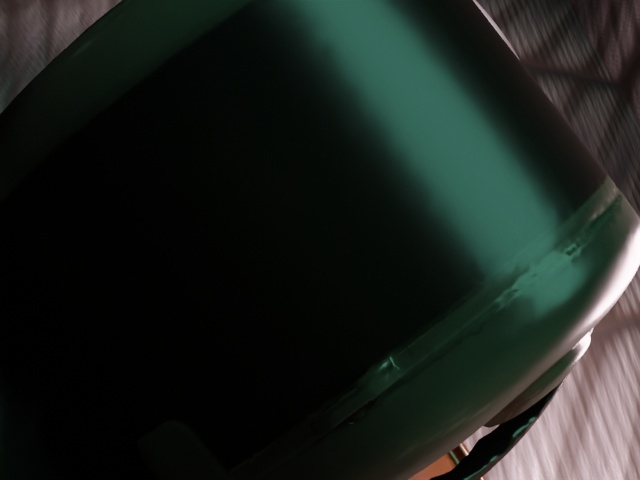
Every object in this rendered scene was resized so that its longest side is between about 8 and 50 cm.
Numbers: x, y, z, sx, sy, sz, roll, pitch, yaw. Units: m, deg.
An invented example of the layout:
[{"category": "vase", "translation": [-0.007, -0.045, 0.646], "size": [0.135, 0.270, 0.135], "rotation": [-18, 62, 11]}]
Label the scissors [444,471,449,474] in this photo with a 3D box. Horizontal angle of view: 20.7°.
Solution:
[{"category": "scissors", "translation": [0.132, 0.212, 1.350], "size": [0.113, 0.012, 0.039], "rotation": [36, 26, -42]}]

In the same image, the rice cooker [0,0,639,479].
[{"category": "rice cooker", "translation": [0.000, 0.000, 1.014], "size": [0.325, 0.335, 0.335], "rotation": [52, 19, 0]}]

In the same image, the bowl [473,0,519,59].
[{"category": "bowl", "translation": [0.109, -0.166, 1.793], "size": [0.345, 0.157, 0.345], "rotation": [44, 22, -22]}]

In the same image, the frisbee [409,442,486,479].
[{"category": "frisbee", "translation": [0.071, 0.182, 1.309], "size": [0.251, 0.021, 0.251], "rotation": [45, 20, -21]}]
